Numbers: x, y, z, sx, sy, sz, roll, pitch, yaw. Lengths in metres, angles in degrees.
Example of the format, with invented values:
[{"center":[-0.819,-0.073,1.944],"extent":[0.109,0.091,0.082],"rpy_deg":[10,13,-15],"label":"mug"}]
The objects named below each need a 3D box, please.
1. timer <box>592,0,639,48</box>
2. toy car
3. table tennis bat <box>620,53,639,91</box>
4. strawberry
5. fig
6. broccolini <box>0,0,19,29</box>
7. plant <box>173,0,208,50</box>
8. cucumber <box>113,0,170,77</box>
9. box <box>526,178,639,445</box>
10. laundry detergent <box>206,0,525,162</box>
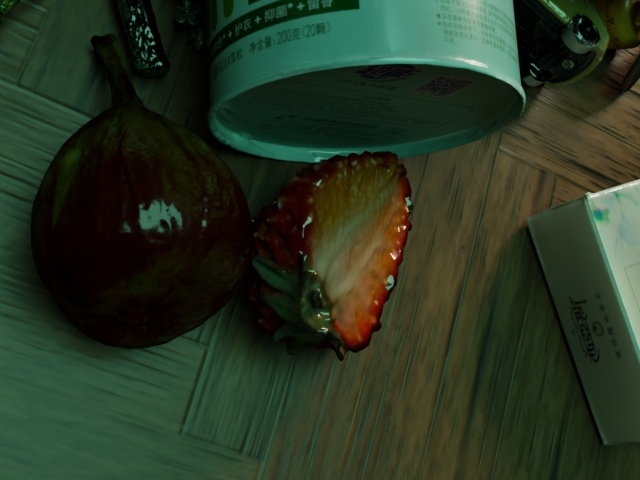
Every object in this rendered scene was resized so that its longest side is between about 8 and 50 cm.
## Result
[{"center":[0.362,-0.288,1.154],"extent":[0.107,0.109,0.107],"rpy_deg":[-13,107,-47],"label":"timer"},{"center":[0.220,-0.294,1.072],"extent":[0.257,0.101,0.124],"rpy_deg":[38,57,-12],"label":"toy car"},{"center":[0.452,-0.209,1.148],"extent":[0.119,0.107,0.170],"rpy_deg":[37,41,13],"label":"table tennis bat"},{"center":[0.000,0.000,0.907],"extent":[0.236,0.111,0.190],"rpy_deg":[-49,131,-47],"label":"strawberry"},{"center":[-0.184,-0.050,0.809],"extent":[0.190,0.190,0.290],"rpy_deg":[-28,73,-27],"label":"fig"},{"center":[-0.228,-0.324,0.885],"extent":[0.079,0.074,0.392],"rpy_deg":[38,64,-4],"label":"broccolini"},{"center":[-0.127,-0.238,0.929],"extent":[0.051,0.051,0.102],"rpy_deg":[-3,92,-25],"label":"plant"},{"center":[-0.180,-0.237,0.908],"extent":[0.043,0.039,0.163],"rpy_deg":[-12,84,-52],"label":"cucumber"},{"center":[0.378,0.066,1.056],"extent":[0.203,0.116,0.274],"rpy_deg":[-16,86,-26],"label":"box"},{"center":[0.032,-0.253,0.871],"extent":[0.287,0.287,0.305],"rpy_deg":[1,79,-25],"label":"laundry detergent"}]
